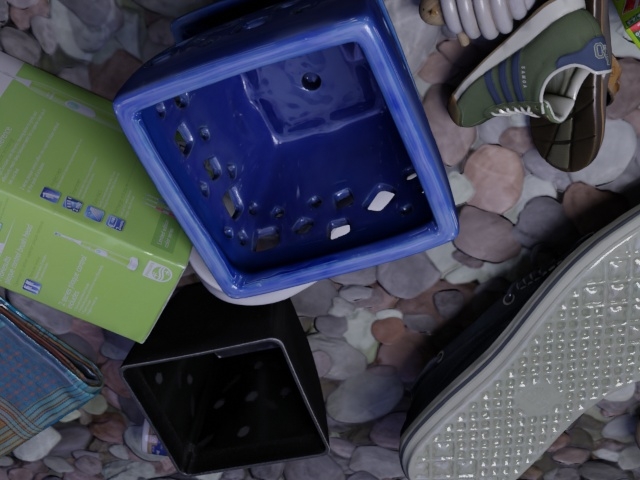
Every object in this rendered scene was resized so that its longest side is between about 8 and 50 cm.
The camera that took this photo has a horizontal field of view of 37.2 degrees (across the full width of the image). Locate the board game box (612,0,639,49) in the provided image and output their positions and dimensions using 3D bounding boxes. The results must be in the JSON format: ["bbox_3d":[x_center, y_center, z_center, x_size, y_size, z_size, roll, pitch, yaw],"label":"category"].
[{"bbox_3d":[0.348,-0.243,0.831,0.181,0.092,0.043,-35,119,26],"label":"board game box"}]

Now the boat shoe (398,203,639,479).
[{"bbox_3d":[0.279,0.096,1.063,0.186,0.156,0.500,40,109,-17],"label":"boat shoe"}]

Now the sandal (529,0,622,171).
[{"bbox_3d":[0.253,-0.167,0.917,0.060,0.090,0.220,-20,120,-27],"label":"sandal"}]

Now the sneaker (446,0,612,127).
[{"bbox_3d":[0.194,-0.141,0.890,0.064,0.086,0.192,-17,163,-36],"label":"sneaker"}]

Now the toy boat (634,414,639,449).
[{"bbox_3d":[0.520,0.255,1.186,0.231,0.151,0.151,33,94,-19],"label":"toy boat"}]

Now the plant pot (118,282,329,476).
[{"bbox_3d":[-0.099,0.142,1.112,0.188,0.167,0.188,-13,125,13],"label":"plant pot"}]

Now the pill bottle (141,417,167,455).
[{"bbox_3d":[-0.174,0.257,1.267,0.120,0.067,0.067,8,127,-1],"label":"pill bottle"}]

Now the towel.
[{"bbox_3d":[-0.499,0.198,1.266,0.370,0.040,0.271,-34,117,26],"label":"towel"}]

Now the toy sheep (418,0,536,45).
[{"bbox_3d":[0.153,-0.224,0.867,0.132,0.091,0.091,-13,125,17],"label":"toy sheep"}]

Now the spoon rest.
[{"bbox_3d":[0.000,0.000,1.008,0.276,0.084,0.137,-21,156,-1],"label":"spoon rest"}]

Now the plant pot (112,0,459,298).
[{"bbox_3d":[-0.019,-0.116,0.881,0.235,0.212,0.236,-17,124,15],"label":"plant pot"}]

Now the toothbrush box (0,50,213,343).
[{"bbox_3d":[-0.265,-0.053,0.953,0.283,0.206,0.122,25,126,-15],"label":"toothbrush box"}]
